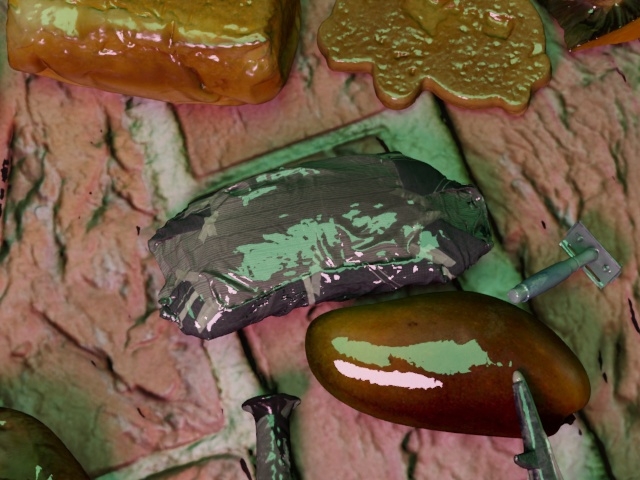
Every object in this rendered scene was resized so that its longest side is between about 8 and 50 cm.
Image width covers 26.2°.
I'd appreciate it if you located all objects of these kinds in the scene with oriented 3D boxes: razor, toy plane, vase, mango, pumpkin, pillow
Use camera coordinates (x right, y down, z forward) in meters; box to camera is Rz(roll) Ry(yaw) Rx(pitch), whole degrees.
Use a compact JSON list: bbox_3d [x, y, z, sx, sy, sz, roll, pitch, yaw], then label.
[{"bbox_3d":[0.225,0.032,1.313,0.135,0.040,0.068,-24,66,-41],"label":"razor"},{"bbox_3d":[0.194,0.241,1.179,0.192,0.088,0.262,-23,79,31],"label":"toy plane"},{"bbox_3d":[-0.043,0.230,1.285,0.059,0.059,0.167,-4,71,2],"label":"vase"},{"bbox_3d":[0.118,0.112,1.286,0.267,0.111,0.133,9,95,4],"label":"mango"},{"bbox_3d":[0.348,-0.284,1.404,0.248,0.126,0.131,-12,68,0],"label":"pumpkin"},{"bbox_3d":[0.000,0.000,1.341,0.335,0.092,0.161,-13,62,-1],"label":"pillow"}]

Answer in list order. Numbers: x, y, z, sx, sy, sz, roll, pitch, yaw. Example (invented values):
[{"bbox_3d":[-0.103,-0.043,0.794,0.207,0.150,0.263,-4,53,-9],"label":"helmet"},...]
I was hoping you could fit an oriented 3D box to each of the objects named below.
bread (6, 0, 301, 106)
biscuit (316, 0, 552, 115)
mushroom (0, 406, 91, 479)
[{"bbox_3d":[-0.172,-0.229,1.415,0.294,0.132,0.167,6,71,7],"label":"bread"},{"bbox_3d":[0.124,-0.215,1.441,0.249,0.035,0.184,14,73,7],"label":"biscuit"},{"bbox_3d":[-0.319,0.274,1.223,0.267,0.254,0.267,-14,48,16],"label":"mushroom"}]
